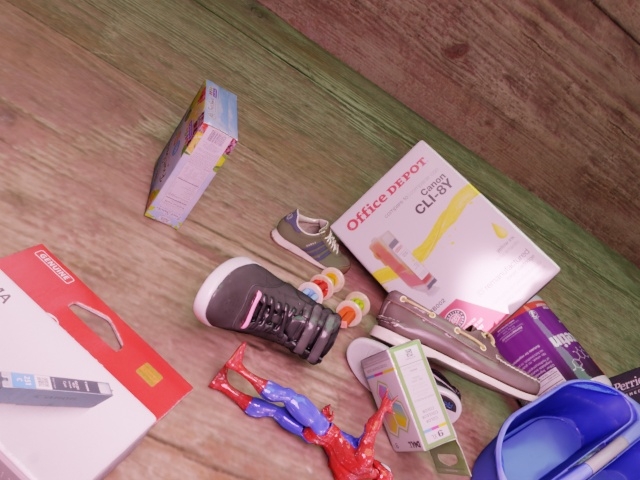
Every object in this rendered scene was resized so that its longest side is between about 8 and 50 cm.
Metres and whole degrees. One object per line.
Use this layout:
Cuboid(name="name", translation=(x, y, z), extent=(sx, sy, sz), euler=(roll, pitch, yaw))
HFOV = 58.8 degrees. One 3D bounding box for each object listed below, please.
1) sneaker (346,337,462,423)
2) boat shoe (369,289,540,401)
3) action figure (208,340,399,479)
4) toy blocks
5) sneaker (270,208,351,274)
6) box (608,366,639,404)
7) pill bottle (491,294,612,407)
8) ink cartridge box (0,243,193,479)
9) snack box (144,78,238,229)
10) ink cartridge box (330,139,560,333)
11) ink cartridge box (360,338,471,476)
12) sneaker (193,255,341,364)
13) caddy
Cuboid(name="sneaker", translation=(0.146, 0.243, 1.012), extent=(0.217, 0.079, 0.121), euler=(33, 6, 10))
Cuboid(name="boat shoe", translation=(0.252, 0.193, 1.016), extent=(0.324, 0.096, 0.116), euler=(23, -12, 0))
Cuboid(name="action figure", translation=(-0.002, 0.232, 0.802), extent=(0.280, 0.091, 0.139), euler=(39, 36, 0))
Cuboid(name="toy blocks", translation=(0.018, 0.117, 1.048), extent=(0.123, 0.054, 0.148), euler=(43, 27, 9))
Cuboid(name="sneaker", translation=(0.000, 0.000, 1.168), extent=(0.192, 0.086, 0.064), euler=(27, 29, -23))
Cuboid(name="box", translation=(0.855, 0.432, 1.022), extent=(0.297, 0.480, 0.471), euler=(30, 43, -22))
Cuboid(name="pill bottle", translation=(0.500, 0.287, 1.247), extent=(0.181, 0.181, 0.323), euler=(9, 39, -44))
Cuboid(name="ink cartridge box", translation=(-0.304, 0.119, 0.634), extent=(0.296, 0.066, 0.261), euler=(42, 28, 4))
Cuboid(name="snack box", translation=(-0.223, -0.150, 0.987), extent=(0.070, 0.207, 0.174), euler=(25, 29, -25))
Cuboid(name="ink cartridge box", translation=(0.250, 0.026, 1.196), extent=(0.384, 0.279, 0.160), euler=(48, 4, 19))
Cuboid(name="ink cartridge box", translation=(0.142, 0.267, 0.874), extent=(0.062, 0.109, 0.209), euler=(-15, 76, -23))
Cuboid(name="sneaker", translation=(-0.055, 0.107, 0.807), extent=(0.147, 0.104, 0.296), euler=(27, -1, 22))
Cuboid(name="caddy", translation=(0.413, 0.369, 0.909), extent=(0.341, 0.179, 0.241), euler=(-18, 59, -29))
